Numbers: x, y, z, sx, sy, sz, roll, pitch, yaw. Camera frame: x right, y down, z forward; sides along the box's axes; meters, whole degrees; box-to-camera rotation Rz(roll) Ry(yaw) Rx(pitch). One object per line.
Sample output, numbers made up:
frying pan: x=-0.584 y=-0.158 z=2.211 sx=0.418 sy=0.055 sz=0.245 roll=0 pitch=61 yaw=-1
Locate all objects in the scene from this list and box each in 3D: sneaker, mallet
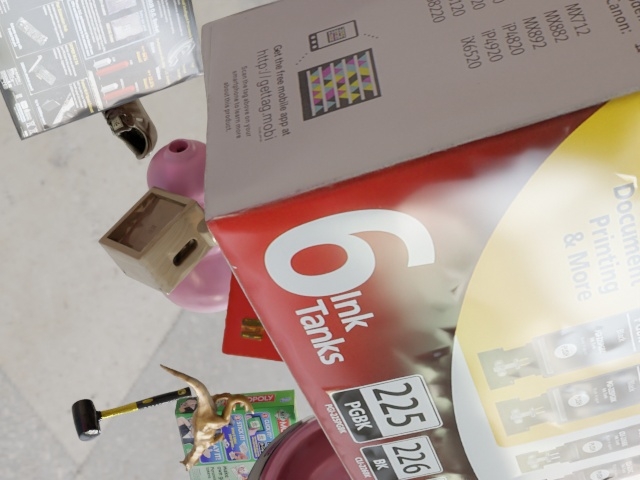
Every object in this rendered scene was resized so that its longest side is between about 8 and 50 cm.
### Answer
sneaker: x=-0.337 y=-0.219 z=1.859 sx=0.188 sy=0.066 sz=0.071 roll=53 pitch=23 yaw=-30
mallet: x=-0.295 y=0.271 z=1.738 sx=0.039 sy=0.189 sz=0.062 roll=93 pitch=-14 yaw=-53

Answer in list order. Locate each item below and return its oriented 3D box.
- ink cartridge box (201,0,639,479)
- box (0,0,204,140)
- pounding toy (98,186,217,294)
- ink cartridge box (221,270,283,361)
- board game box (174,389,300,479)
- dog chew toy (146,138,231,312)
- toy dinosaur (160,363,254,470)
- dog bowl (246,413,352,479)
ink cartridge box: x=0.127 y=0.013 z=0.508 sx=0.130 sy=0.271 sz=0.309 roll=-97 pitch=166 yaw=-45
box: x=-0.272 y=-0.277 z=1.233 sx=0.307 sy=0.242 sz=0.077 roll=83 pitch=-19 yaw=-52
pounding toy: x=-0.201 y=-0.009 z=1.672 sx=0.181 sy=0.206 sz=0.094 roll=-48 pitch=128 yaw=-20
ink cartridge box: x=0.000 y=0.000 z=1.670 sx=0.091 sy=0.308 sz=0.385 roll=16 pitch=80 yaw=-76
board game box: x=-0.133 y=0.412 z=2.017 sx=0.046 sy=0.213 sz=0.317 roll=-91 pitch=175 yaw=-57
dog chew toy: x=-0.208 y=-0.033 z=1.880 sx=0.332 sy=0.206 sz=0.207 roll=82 pitch=23 yaw=-43
toy dinosaur: x=-0.151 y=0.234 z=1.481 sx=0.112 sy=0.064 sz=0.212 roll=-29 pitch=138 yaw=-37
dog bowl: x=0.067 y=0.455 z=1.801 sx=0.150 sy=0.407 sz=0.408 roll=101 pitch=-8 yaw=-68
